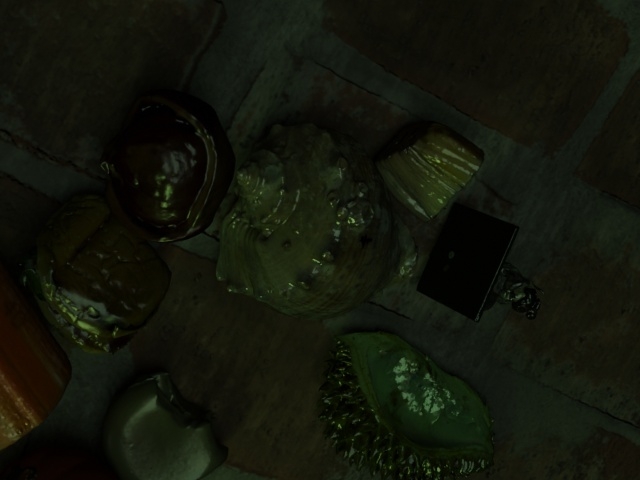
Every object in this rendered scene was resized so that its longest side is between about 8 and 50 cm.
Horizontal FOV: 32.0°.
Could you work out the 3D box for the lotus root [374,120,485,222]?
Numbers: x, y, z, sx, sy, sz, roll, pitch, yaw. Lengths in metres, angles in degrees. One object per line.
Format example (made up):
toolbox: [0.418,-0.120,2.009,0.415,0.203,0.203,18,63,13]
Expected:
lotus root: [0.166,-0.118,1.653,0.135,0.095,0.159,38,135,-19]

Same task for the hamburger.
hamburger: [-0.298,0.046,1.526,0.206,0.130,0.183,55,49,-23]

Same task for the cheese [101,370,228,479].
cheese: [-0.243,0.291,1.671,0.175,0.091,0.202,-23,114,-9]

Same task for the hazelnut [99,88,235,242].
hazelnut: [-0.202,-0.096,1.498,0.160,0.170,0.201,18,84,-50]

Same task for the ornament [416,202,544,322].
ornament: [0.281,0.055,1.724,0.196,0.166,0.153,23,94,-36]

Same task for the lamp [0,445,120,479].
lamp: [-0.379,0.409,1.610,0.227,0.227,0.226,-5,110,-14]

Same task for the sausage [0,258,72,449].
sausage: [-0.496,0.118,1.462,0.233,0.233,0.287,-29,115,-5]

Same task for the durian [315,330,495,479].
durian: [0.138,0.290,1.797,0.394,0.163,0.198,29,60,-27]

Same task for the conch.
conch: [0.001,0.008,1.590,0.352,0.210,0.297,35,111,-22]
